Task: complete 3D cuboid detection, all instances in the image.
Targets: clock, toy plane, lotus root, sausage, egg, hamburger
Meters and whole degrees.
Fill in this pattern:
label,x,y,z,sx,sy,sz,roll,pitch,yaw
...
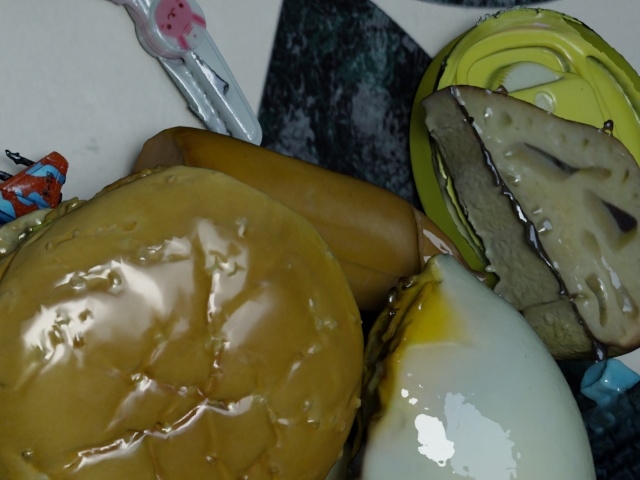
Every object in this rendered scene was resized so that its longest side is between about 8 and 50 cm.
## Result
label,x,y,z,sx,sy,sz,roll,pitch,yaw
clock,0.198,-0.062,1.584,0.277,0.071,0.293,-8,81,-33
toy plane,-0.231,-0.014,1.229,0.189,0.061,0.130,18,69,-31
lotus root,0.201,-0.024,1.488,0.170,0.074,0.260,-22,88,-34
sausage,0.000,-0.005,1.386,0.328,0.112,0.112,17,69,-38
egg,0.128,0.160,1.346,0.264,0.174,0.286,36,61,-71
hamburger,-0.108,0.099,1.189,0.319,0.158,0.318,-6,103,-27

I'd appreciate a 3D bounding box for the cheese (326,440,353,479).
label,x,y,z,sx,sy,sz,roll,pitch,yaw
cheese,-0.040,0.142,1.355,0.127,0.050,0.255,-28,98,-40

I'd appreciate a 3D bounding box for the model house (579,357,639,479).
label,x,y,z,sx,sy,sz,roll,pitch,yaw
model house,0.280,0.189,1.495,0.241,0.261,0.226,35,51,-12

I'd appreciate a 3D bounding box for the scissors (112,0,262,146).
label,x,y,z,sx,sy,sz,roll,pitch,yaw
scissors,-0.117,-0.171,1.377,0.118,0.030,0.242,-41,102,-38
